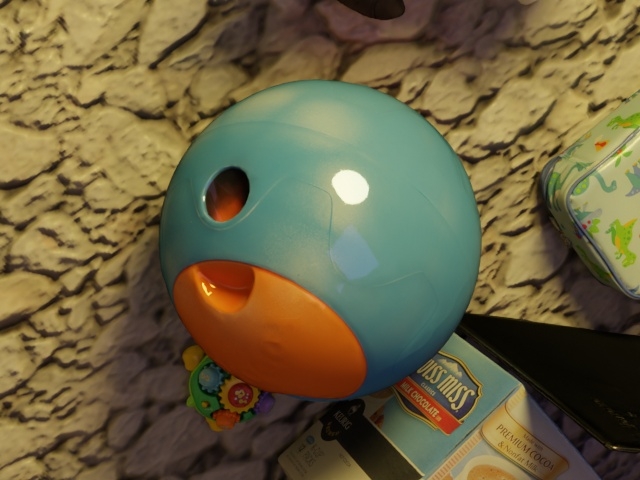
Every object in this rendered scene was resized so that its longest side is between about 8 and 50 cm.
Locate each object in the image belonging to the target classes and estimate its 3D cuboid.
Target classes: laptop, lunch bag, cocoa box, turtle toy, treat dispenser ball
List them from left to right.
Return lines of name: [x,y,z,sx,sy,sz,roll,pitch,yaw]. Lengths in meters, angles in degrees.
turtle toy: [-0.072,0.137,1.382,0.130,0.066,0.095,-24,110,-10]
treat dispenser ball: [0.000,0.000,1.250,0.288,0.288,0.288,-4,105,-16]
cocoa box: [0.172,0.292,1.408,0.228,0.231,0.347,-43,112,-4]
lunch bag: [0.349,-0.057,1.449,0.219,0.090,0.176,-41,111,-4]
laptop: [0.350,0.244,1.370,0.236,0.382,0.408,-26,110,-9]

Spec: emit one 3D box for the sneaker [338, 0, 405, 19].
sneaker: [0.095,-0.336,1.305,0.130,0.109,0.286,32,100,-31]

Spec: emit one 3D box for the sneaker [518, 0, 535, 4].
sneaker: [0.131,-0.283,1.208,0.322,0.130,0.236,-36,126,-18]
